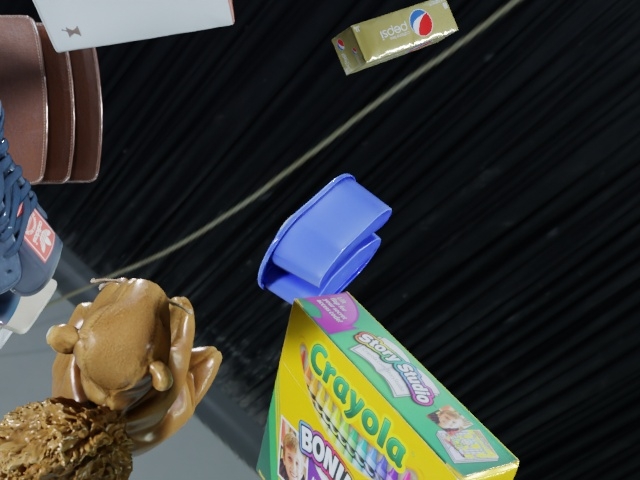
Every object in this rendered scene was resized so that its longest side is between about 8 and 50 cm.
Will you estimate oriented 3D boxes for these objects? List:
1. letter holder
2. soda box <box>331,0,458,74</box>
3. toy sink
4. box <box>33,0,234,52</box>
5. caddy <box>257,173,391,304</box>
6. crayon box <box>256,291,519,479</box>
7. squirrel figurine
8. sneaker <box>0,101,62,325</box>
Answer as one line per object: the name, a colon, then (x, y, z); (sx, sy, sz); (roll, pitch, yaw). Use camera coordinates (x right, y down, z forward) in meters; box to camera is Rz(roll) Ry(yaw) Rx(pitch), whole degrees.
letter holder: (-0.526, -0.256, 1.483); (0.215, 0.301, 0.152); (-1, 5, -8)
soda box: (0.111, -0.303, 1.167); (0.181, 0.061, 0.058); (-26, 95, -27)
toy sink: (-0.690, 0.133, 1.645); (0.234, 0.131, 0.152); (21, 43, -3)
box: (-0.190, -0.375, 0.736); (0.215, 0.168, 0.345); (82, -1, -52)
caddy: (0.000, 0.000, 1.755); (0.179, 0.241, 0.341); (36, 53, 15)
crayon box: (0.060, 0.295, 1.038); (0.106, 0.313, 0.363); (-7, 32, -32)
squirrel figurine: (-0.329, 0.243, 1.240); (0.281, 0.370, 0.396); (29, 66, -5)
sneaker: (-0.293, -0.032, 0.698); (0.148, 0.350, 0.131); (23, 51, -16)
